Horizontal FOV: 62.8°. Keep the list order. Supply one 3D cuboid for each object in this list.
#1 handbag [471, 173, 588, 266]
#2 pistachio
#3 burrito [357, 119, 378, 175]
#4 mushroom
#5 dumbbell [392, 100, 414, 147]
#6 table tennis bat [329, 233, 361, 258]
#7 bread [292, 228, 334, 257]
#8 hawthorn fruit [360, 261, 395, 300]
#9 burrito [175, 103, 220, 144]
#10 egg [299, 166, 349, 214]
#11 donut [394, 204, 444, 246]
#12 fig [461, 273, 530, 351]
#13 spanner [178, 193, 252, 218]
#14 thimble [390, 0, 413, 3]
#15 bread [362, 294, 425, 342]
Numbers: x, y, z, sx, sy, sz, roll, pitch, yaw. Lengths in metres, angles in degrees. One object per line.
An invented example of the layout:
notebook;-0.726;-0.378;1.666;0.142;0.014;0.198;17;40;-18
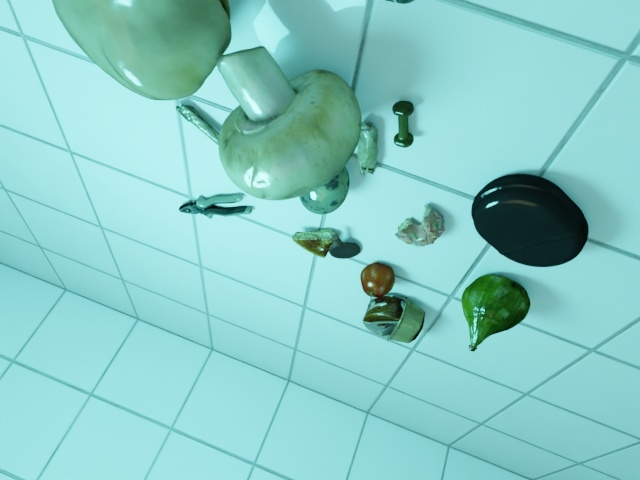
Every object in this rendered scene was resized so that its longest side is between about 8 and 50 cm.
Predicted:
handbag;0.532;-0.041;1.353;0.308;0.093;0.253;37;144;-19
pistachio;-0.376;-0.486;1.134;0.364;0.282;0.446;-3;154;0
burrito;0.124;-0.240;1.376;0.058;0.045;0.188;8;142;12
mushroom;-0.076;-0.279;1.238;0.324;0.353;0.353;-13;156;-24
dumbbell;0.201;-0.281;1.271;0.052;0.046;0.118;16;146;22
table tennis bat;0.077;0.067;1.732;0.107;0.119;0.170;-13;150;15
bread;-0.005;0.013;1.802;0.154;0.054;0.136;-1;142;23
hawthorn fruit;0.190;0.137;1.800;0.125;0.140;0.125;35;138;38
burrito;-0.347;-0.340;1.534;0.171;0.042;0.051;42;173;-17
egg;0.012;-0.155;1.488;0.141;0.141;0.182;29;138;-7
donut;0.302;-0.029;1.542;0.117;0.065;0.166;32;148;-11
fig;0.525;0.233;1.615;0.203;0.235;0.203;21;148;14
spanner;-0.385;-0.120;1.872;0.324;0.040;0.096;-1;138;32
thimble;0.140;-0.504;0.956;0.135;0.090;0.118;31;149;-14
bread;0.267;0.296;1.951;0.211;0.143;0.224;18;148;3
